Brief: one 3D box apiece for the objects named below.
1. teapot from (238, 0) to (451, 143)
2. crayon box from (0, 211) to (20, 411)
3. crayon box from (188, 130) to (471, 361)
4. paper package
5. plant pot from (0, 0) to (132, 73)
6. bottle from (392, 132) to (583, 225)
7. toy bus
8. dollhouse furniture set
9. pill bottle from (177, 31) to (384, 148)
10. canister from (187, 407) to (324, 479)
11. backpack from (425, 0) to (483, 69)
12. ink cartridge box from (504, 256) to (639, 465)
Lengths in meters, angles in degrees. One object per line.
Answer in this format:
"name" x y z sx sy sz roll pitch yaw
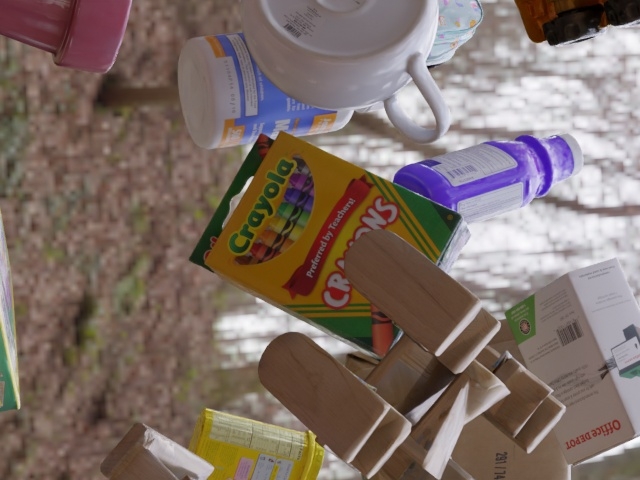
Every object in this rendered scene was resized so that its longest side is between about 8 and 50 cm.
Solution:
"teapot" 0.025 -0.247 2.008 0.187 0.253 0.256 93 -5 -61
"crayon box" -0.496 0.009 2.287 0.313 0.106 0.363 -107 -169 -53
"crayon box" 0.000 0.000 2.071 0.202 0.319 0.081 -62 160 -8
"paper package" 0.210 0.295 2.479 0.168 0.310 0.325 -104 -176 -47
"plant pot" -0.283 -0.277 1.629 0.201 0.180 0.201 -172 -90 -73
"bottle" 0.240 -0.087 2.323 0.118 0.283 0.092 30 -49 50
"toy bus" 0.330 -0.294 1.695 0.220 0.211 0.149 -14 -89 54
"dollhouse furniture set" 0.009 0.191 1.756 0.256 0.394 0.362 39 -3 30
"pill bottle" -0.043 -0.214 2.244 0.152 0.272 0.152 171 -90 -70
"canister" -0.093 0.301 2.242 0.073 0.170 0.126 -102 -151 -68
"backpack" 0.123 -0.287 2.192 0.115 0.182 0.152 -37 -111 51
"ink cartridge box" 0.343 0.155 2.093 0.160 0.093 0.219 -40 -111 58
